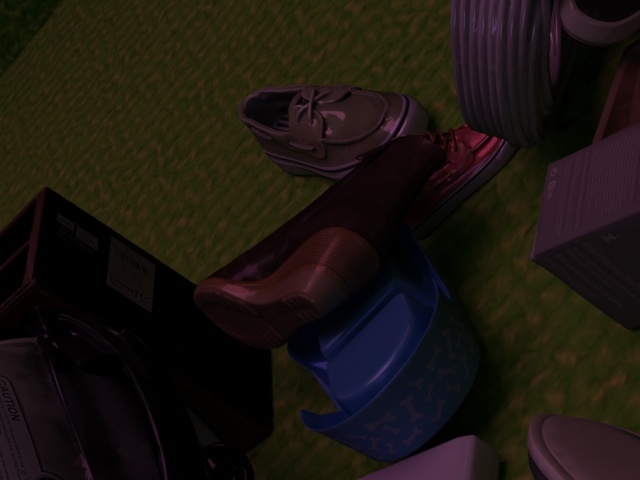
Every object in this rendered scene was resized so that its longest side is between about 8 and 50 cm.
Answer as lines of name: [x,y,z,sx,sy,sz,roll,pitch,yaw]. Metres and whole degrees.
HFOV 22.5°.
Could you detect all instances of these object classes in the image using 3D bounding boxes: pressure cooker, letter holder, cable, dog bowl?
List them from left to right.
pressure cooker: [-0.245,0.279,1.396,0.420,0.370,0.375,-49,-2,24]
letter holder: [-0.232,0.129,1.652,0.214,0.302,0.152,-41,30,25]
dog bowl: [0.058,0.092,1.438,0.166,0.074,0.297,-46,19,10]
cable: [0.182,-0.212,1.451,0.257,0.089,0.257,-52,-32,-61]

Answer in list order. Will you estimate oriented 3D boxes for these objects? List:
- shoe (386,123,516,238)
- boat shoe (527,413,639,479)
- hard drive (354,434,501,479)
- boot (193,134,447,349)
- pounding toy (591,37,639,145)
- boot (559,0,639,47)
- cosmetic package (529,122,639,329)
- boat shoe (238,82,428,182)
shoe: [0.121,-0.085,1.578,0.178,0.081,0.063,-46,28,16]
boat shoe: [0.199,0.206,1.083,0.319,0.116,0.099,-111,32,-73]
hard drive: [0.031,0.344,1.271,0.233,0.047,0.353,-29,37,40]
boot: [0.000,0.000,1.528,0.207,0.090,0.248,-52,21,-26]
pounding toy: [0.335,-0.145,1.281,0.206,0.094,0.181,-31,29,52]
boot: [0.266,-0.221,1.437,0.244,0.088,0.176,-55,-9,-33]
cosmetic package: [0.290,-0.030,1.202,0.238,0.127,0.107,-25,39,47]
boat shoe: [0.004,-0.125,1.794,0.302,0.094,0.109,0,58,58]
